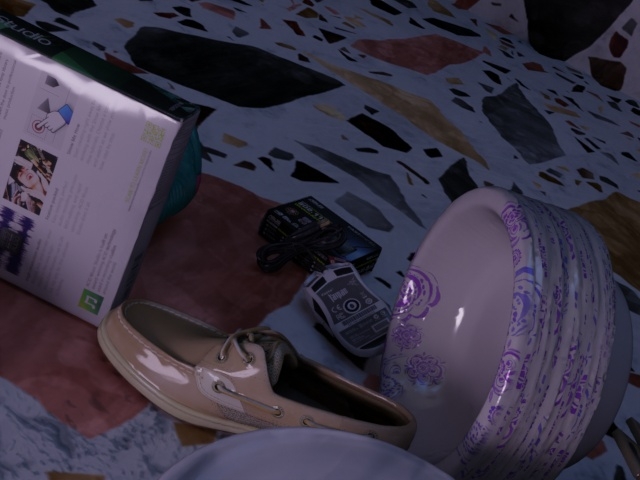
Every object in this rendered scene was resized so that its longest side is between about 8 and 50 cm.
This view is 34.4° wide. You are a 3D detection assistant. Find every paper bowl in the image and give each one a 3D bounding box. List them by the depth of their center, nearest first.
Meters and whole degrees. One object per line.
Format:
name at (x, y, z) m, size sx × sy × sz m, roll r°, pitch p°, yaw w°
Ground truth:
paper bowl at (0.174, 0.103, 0.953) m, size 0.148 × 0.284 × 0.284 m, roll 16°, pitch 30°, yaw -18°

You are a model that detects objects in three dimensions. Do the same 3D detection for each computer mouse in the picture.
computer mouse at (0.016, 0.061, 1.139) m, size 0.106 × 0.042 × 0.193 m, roll -26°, pitch 56°, yaw -15°

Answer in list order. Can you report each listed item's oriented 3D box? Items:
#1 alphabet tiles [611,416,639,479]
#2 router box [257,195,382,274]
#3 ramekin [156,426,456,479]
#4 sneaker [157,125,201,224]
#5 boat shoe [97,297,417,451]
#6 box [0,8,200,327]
alphabet tiles at (0.389, 0.308, 0.917) m, size 0.343 × 0.011 × 0.285 m, roll 39°, pitch 20°, yaw -26°
router box at (0.000, 0.000, 1.246) m, size 0.122 × 0.038 × 0.092 m, roll 37°, pitch 30°, yaw 21°
ramekin at (-0.001, 0.258, 0.687) m, size 0.273 × 0.127 × 0.272 m, roll 10°, pitch 30°, yaw -6°
sneaker at (-0.240, -0.127, 1.181) m, size 0.295 × 0.123 × 0.178 m, roll 44°, pitch 37°, yaw 22°
boat shoe at (-0.057, 0.122, 0.935) m, size 0.302 × 0.098 × 0.109 m, roll 29°, pitch 29°, yaw 8°
box at (-0.298, -0.088, 0.963) m, size 0.322 × 0.232 × 0.058 m, roll 26°, pitch 24°, yaw 2°
